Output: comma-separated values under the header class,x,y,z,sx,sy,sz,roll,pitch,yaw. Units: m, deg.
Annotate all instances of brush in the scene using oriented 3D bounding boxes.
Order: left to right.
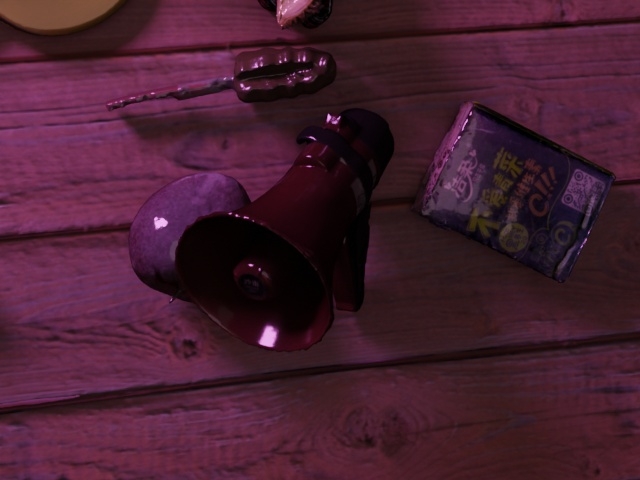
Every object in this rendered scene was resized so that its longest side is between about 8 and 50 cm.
class,x,y,z,sx,sy,sz,roll,pitch,yaw
brush,-0.128,-0.203,1.239,0.301,0.084,0.071,-10,99,-1

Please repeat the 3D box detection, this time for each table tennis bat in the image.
class,x,y,z,sx,sy,sz,roll,pitch,yaw
table tennis bat,-0.391,-0.335,1.197,0.369,0.054,0.224,-33,98,-7

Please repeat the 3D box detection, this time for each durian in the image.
class,x,y,z,sx,sy,sz,roll,pitch,yaw
durian,-0.014,-0.314,1.160,0.066,0.052,0.130,17,97,-3

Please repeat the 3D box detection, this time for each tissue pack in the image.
class,x,y,z,sx,sy,sz,roll,pitch,yaw
tissue pack,0.264,-0.065,1.312,0.235,0.073,0.173,24,92,-10

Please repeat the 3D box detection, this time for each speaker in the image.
class,x,y,z,sx,sy,sz,roll,pitch,yaw
speaker,0.011,0.001,1.177,0.259,0.198,0.329,60,42,-14

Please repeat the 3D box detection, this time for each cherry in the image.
class,x,y,z,sx,sy,sz,roll,pitch,yaw
cherry,-0.161,-0.001,1.225,0.176,0.140,0.176,6,74,-23

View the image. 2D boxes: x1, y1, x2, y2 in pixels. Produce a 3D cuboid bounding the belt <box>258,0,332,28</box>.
class,x,y,z,sx,sy,sz,roll,pitch,yaw
belt,-0.008,-0.453,1.215,0.126,0.094,0.359,4,96,-9
